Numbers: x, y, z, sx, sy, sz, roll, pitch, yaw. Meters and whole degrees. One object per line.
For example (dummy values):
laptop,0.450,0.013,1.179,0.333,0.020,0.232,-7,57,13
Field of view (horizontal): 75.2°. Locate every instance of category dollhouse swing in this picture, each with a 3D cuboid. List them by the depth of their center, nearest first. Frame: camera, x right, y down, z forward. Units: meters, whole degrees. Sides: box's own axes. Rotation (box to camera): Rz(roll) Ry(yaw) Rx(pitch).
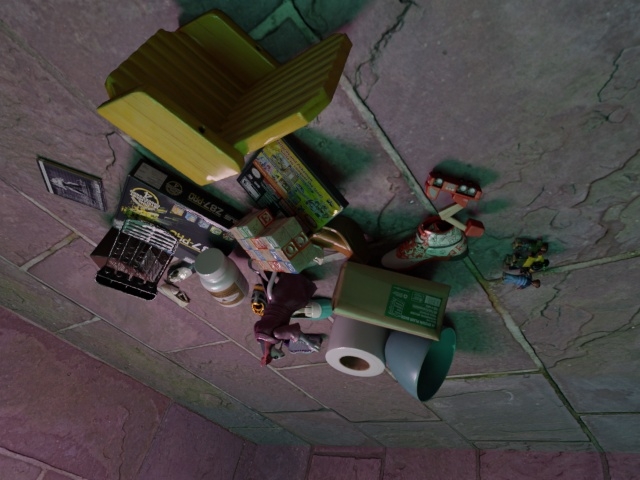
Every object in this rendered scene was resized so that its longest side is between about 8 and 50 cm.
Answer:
dollhouse swing,-0.166,-0.337,0.791,0.315,0.347,0.304,36,137,-22

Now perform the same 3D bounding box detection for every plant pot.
plant pot,0.364,0.437,1.598,0.195,0.290,0.290,19,149,40

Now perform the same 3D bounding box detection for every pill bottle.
pill bottle,-0.340,0.127,1.431,0.131,0.131,0.229,5,149,14

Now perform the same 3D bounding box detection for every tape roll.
tape roll,0.154,0.430,1.714,0.245,0.169,0.246,10,140,9

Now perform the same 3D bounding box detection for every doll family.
doll family,0.610,0.076,1.224,0.111,0.076,0.193,6,145,5

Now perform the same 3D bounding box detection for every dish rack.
dish rack,-0.612,0.061,1.404,0.208,0.074,0.272,25,116,-24

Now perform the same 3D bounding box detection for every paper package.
paper package,0.204,0.185,1.315,0.324,0.168,0.309,14,174,3

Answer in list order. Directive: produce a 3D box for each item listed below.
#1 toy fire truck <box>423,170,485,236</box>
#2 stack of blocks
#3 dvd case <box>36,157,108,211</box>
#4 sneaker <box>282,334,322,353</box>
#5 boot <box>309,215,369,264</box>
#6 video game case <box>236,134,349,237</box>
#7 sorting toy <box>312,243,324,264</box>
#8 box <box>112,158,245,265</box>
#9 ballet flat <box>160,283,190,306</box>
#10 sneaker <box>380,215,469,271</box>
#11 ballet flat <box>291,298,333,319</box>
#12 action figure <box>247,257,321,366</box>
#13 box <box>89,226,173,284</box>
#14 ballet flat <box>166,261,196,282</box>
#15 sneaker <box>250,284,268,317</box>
toy fire truck,0.356,-0.095,1.098,0.191,0.047,0.135,16,122,0
stack of blocks,-0.146,0.000,1.221,0.171,0.087,0.297,55,156,-17
dvd case,-0.869,-0.192,1.464,0.221,0.018,0.165,19,142,-4
sneaker,-0.093,0.469,1.916,0.223,0.083,0.098,-24,121,39
boot,0.000,0.000,1.311,0.220,0.109,0.283,-27,122,39
video game case,-0.087,-0.139,1.169,0.275,0.035,0.248,49,135,-3
sorting toy,-0.022,0.047,1.281,0.083,0.045,0.075,18,147,12
box,-0.478,-0.063,1.416,0.394,0.097,0.318,30,141,-18
ballet flat,-0.650,0.239,1.875,0.052,0.057,0.168,-26,134,5
sneaker,0.291,0.005,1.237,0.269,0.090,0.145,-11,132,25
ballet flat,-0.060,0.282,1.669,0.247,0.084,0.087,-8,175,30
action figure,-0.144,0.256,1.454,0.247,0.371,0.276,-10,135,30
box,-0.709,0.058,1.581,0.202,0.167,0.169,4,138,15
ballet flat,-0.564,0.133,1.696,0.203,0.074,0.074,-20,128,36
sneaker,-0.253,0.277,1.745,0.084,0.083,0.215,5,140,12
